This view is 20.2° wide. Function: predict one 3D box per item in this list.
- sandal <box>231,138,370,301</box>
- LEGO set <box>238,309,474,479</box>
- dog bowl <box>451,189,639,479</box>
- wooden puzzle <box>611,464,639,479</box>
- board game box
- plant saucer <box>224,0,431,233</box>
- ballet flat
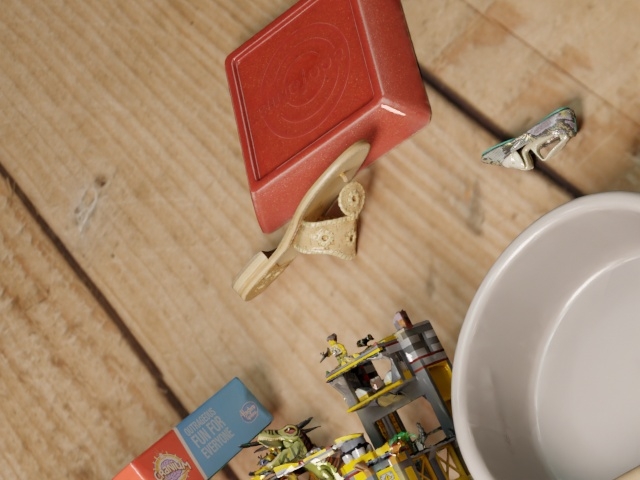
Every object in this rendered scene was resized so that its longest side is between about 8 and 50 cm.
[{"bbox_3d":[0.003,-0.001,1.953,0.079,0.088,0.240,48,117,12],"label":"sandal"},{"bbox_3d":[-0.003,0.200,1.715,0.331,0.255,0.192,-35,77,42],"label":"LEGO set"},{"bbox_3d":[0.259,0.115,1.577,0.349,0.102,0.348,-23,56,41],"label":"dog bowl"},{"bbox_3d":[0.224,0.389,1.437,0.322,0.080,0.347,-39,52,43],"label":"wooden puzzle"},{"bbox_3d":[-0.215,0.295,1.885,0.064,0.242,0.316,49,118,3],"label":"board game box"},{"bbox_3d":[-0.009,-0.177,2.047,0.258,0.048,0.259,-34,52,29],"label":"plant saucer"},{"bbox_3d":[0.211,-0.093,1.802,0.114,0.041,0.041,-30,53,33],"label":"ballet flat"}]
